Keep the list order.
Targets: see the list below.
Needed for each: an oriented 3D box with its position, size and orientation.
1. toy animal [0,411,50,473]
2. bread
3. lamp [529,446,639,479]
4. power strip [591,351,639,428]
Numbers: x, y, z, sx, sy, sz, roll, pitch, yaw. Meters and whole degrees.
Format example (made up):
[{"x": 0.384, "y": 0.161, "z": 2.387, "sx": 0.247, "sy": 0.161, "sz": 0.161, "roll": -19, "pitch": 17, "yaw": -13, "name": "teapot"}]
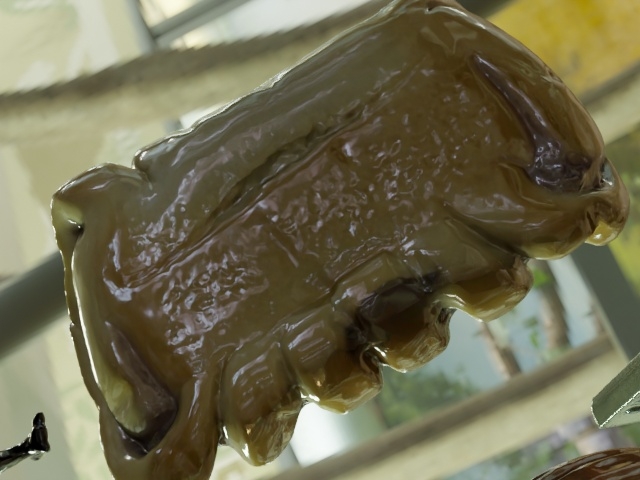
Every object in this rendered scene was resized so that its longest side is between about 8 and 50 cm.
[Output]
[{"x": -0.265, "y": 0.182, "z": 1.108, "sx": 0.179, "sy": 0.116, "sz": 0.218, "roll": -1, "pitch": -95, "yaw": -43, "name": "toy animal"}, {"x": 0.000, "y": 0.000, "z": 0.635, "sx": 0.134, "sy": 0.225, "sz": 0.081, "roll": 60, "pitch": -179, "yaw": 18, "name": "bread"}, {"x": 0.105, "y": 0.133, "z": 0.518, "sx": 0.136, "sy": 0.136, "sz": 0.136, "roll": 62, "pitch": -173, "yaw": -12, "name": "lamp"}, {"x": 0.157, "y": 0.060, "z": 0.745, "sx": 0.090, "sy": 0.040, "sz": 0.016, "roll": -57, "pitch": 45, "yaw": 52, "name": "power strip"}]
